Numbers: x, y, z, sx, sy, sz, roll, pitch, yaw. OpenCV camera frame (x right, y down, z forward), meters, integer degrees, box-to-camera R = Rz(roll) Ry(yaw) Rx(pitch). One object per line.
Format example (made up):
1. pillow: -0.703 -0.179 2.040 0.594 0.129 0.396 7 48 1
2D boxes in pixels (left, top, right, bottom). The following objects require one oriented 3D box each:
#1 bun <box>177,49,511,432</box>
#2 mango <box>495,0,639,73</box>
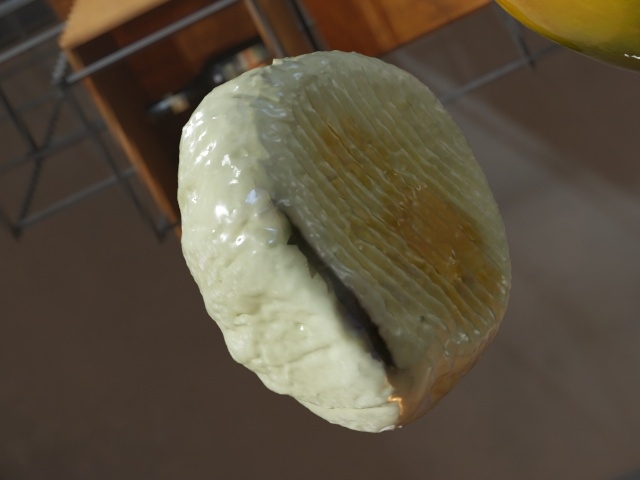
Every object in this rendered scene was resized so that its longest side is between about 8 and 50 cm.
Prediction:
1. bun: 0.000 0.000 1.033 0.244 0.153 0.244 28 -132 -36
2. mango: 0.147 -0.127 0.569 0.146 0.129 0.289 45 -151 17
